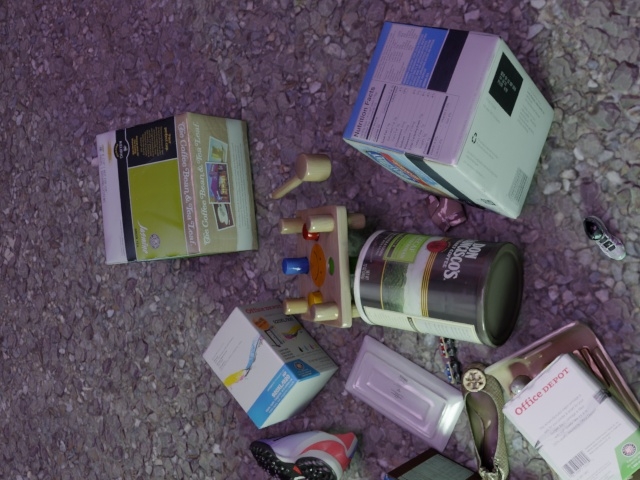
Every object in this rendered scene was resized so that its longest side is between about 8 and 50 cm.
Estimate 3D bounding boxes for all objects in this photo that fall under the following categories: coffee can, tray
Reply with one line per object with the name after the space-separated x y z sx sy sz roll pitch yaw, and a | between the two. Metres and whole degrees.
0.233 0.090 1.540 0.275 0.201 0.201 6 95 34 | coffee can
0.174 0.331 1.692 0.270 0.030 0.145 29 106 30 | tray

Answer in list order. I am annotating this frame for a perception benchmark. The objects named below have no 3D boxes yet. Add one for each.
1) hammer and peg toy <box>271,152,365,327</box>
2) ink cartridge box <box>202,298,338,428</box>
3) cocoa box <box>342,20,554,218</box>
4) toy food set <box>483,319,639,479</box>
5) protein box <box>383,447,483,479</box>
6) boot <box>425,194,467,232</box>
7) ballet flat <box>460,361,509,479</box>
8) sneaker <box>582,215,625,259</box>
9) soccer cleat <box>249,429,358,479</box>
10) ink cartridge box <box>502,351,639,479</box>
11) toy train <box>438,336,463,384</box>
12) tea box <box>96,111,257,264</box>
0.000 0.000 1.690 0.266 0.127 0.361 175 92 -69 | hammer and peg toy
-0.118 0.278 1.801 0.232 0.171 0.168 46 115 23 | ink cartridge box
0.242 -0.211 1.414 0.228 0.347 0.231 19 88 33 | cocoa box
0.470 0.329 1.455 0.220 0.092 0.306 -37 72 29 | toy food set
0.208 0.559 1.573 0.136 0.201 0.199 22 104 31 | protein box
0.274 -0.076 1.608 0.118 0.042 0.087 -39 77 30 | boot
0.330 0.371 1.571 0.084 0.058 0.250 -10 86 33 | ballet flat
0.513 -0.003 1.428 0.038 0.069 0.098 -49 66 26 | sneaker
-0.042 0.492 1.815 0.318 0.116 0.108 -12 113 49 | soccer cleat
0.456 0.327 1.372 0.160 0.092 0.219 -45 69 14 | ink cartridge box
0.264 0.225 1.629 0.036 0.027 0.158 -19 81 36 | toy train
-0.353 -0.119 1.916 0.323 0.220 0.329 -5 89 35 | tea box
